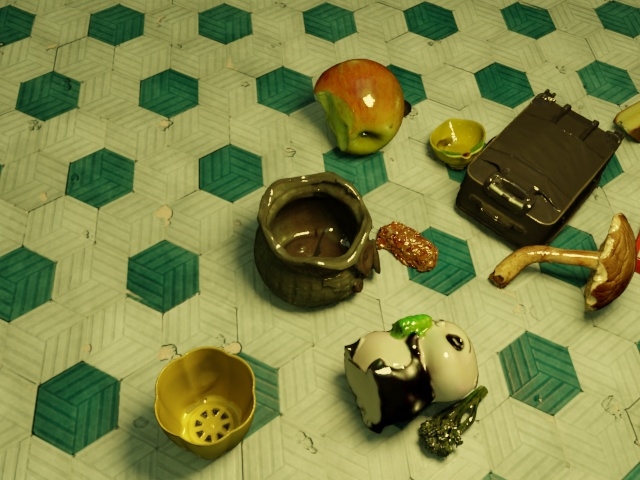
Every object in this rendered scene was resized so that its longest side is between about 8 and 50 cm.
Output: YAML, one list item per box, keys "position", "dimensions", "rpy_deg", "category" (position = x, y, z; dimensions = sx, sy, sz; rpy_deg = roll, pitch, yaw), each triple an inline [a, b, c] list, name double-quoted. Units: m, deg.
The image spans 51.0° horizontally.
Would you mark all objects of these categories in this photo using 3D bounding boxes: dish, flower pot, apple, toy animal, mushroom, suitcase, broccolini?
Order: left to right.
- position: [-0.218, 0.332, 1.304]
  dimensions: [0.195, 0.179, 0.195]
  rpy_deg: [3, 53, -3]
  category: "flower pot"
- position: [0.000, 0.000, 1.534]
  dimensions: [0.301, 0.213, 0.302]
  rpy_deg: [2, 55, -2]
  category: "flower pot"
- position: [0.098, -0.345, 1.767]
  dimensions: [0.246, 0.246, 0.227]
  rpy_deg: [-4, 71, -7]
  category: "apple"
- position: [0.190, 0.252, 1.377]
  dimensions: [0.266, 0.213, 0.213]
  rpy_deg: [-25, 61, -16]
  category: "toy animal"
- position: [0.281, 0.360, 1.396]
  dimensions: [0.091, 0.068, 0.202]
  rpy_deg: [23, 53, 35]
  category: "broccolini"
- position: [0.374, -0.248, 1.803]
  dimensions: [0.148, 0.080, 0.208]
  rpy_deg: [-13, 39, 8]
  category: "dish"
- position: [0.549, -0.177, 1.711]
  dimensions: [0.283, 0.194, 0.434]
  rpy_deg: [37, 60, 19]
  category: "suitcase"
- position: [0.576, 0.042, 1.530]
  dimensions: [0.301, 0.233, 0.208]
  rpy_deg: [3, 16, -10]
  category: "mushroom"

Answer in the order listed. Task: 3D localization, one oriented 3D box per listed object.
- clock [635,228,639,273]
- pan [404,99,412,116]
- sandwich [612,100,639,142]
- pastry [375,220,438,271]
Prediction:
- position: [0.841, 0.023, 1.681]
  dimensions: [0.113, 0.061, 0.155]
  rpy_deg: [27, 61, 14]
  category: "clock"
- position: [0.217, -0.361, 1.917]
  dimensions: [0.068, 0.023, 0.115]
  rpy_deg: [24, 54, 11]
  category: "pan"
- position: [0.933, -0.351, 1.935]
  dimensions: [0.244, 0.088, 0.090]
  rpy_deg: [-30, 54, -19]
  category: "sandwich"
- position: [0.213, 0.006, 1.638]
  dimensions: [0.169, 0.063, 0.087]
  rpy_deg: [31, 61, 15]
  category: "pastry"
